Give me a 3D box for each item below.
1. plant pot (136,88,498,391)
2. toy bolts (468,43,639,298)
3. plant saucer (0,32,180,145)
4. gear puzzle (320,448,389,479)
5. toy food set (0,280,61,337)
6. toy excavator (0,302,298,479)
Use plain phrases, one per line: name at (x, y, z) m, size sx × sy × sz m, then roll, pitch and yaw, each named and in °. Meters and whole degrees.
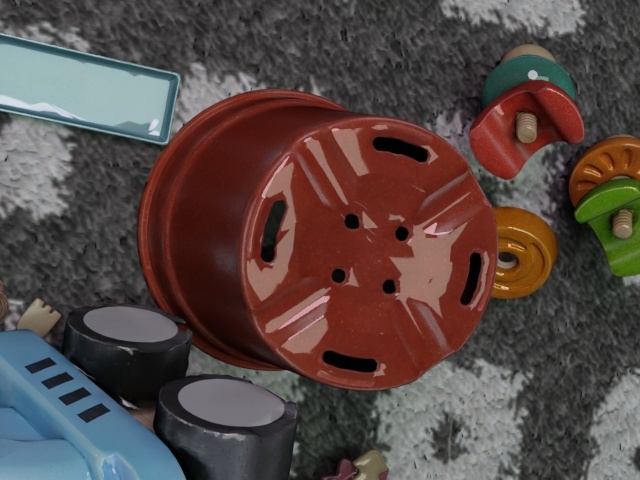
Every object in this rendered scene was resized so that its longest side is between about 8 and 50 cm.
plant pot at (0.000, 0.000, 0.854) m, size 0.272 × 0.265 × 0.272 m, roll -1°, pitch 94°, yaw -17°
toy bolts at (0.217, -0.078, 1.012) m, size 0.218 × 0.158 × 0.228 m, roll -23°, pitch 117°, yaw 26°
plant saucer at (-0.224, -0.135, 0.902) m, size 0.192 × 0.018 × 0.067 m, roll 11°, pitch 91°, yaw -19°
gear puzzle at (-0.048, 0.352, 0.961) m, size 0.339 × 0.044 × 0.175 m, roll -35°, pitch 111°, yaw -19°
toy food set at (-0.337, 0.047, 0.876) m, size 0.192 × 0.038 × 0.132 m, roll 42°, pitch 89°, yaw -22°
toy excavator at (-0.303, 0.178, 0.762) m, size 0.445 × 0.433 × 0.222 m, roll -3°, pitch 111°, yaw -43°
